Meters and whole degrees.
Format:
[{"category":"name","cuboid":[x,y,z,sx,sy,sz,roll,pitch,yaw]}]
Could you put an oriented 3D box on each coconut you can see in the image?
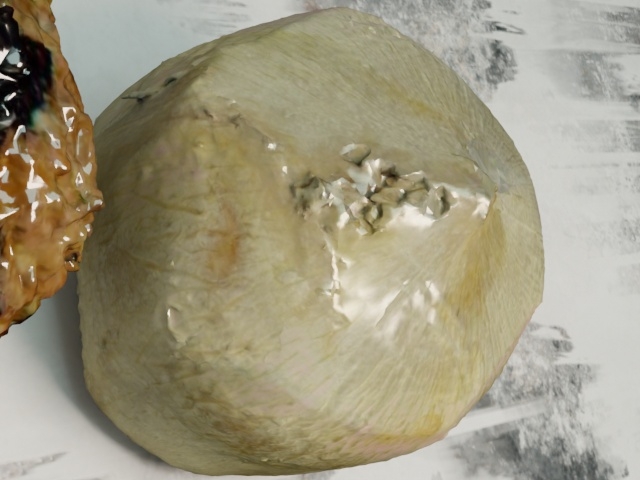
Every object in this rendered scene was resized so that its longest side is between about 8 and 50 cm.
[{"category":"coconut","cuboid":[0.000,0.000,1.134,0.404,0.404,0.404,20,59,-38]}]

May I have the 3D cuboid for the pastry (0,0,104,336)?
[{"category":"pastry","cuboid":[-0.312,-0.079,0.908,0.337,0.292,0.405,34,56,-31]}]
